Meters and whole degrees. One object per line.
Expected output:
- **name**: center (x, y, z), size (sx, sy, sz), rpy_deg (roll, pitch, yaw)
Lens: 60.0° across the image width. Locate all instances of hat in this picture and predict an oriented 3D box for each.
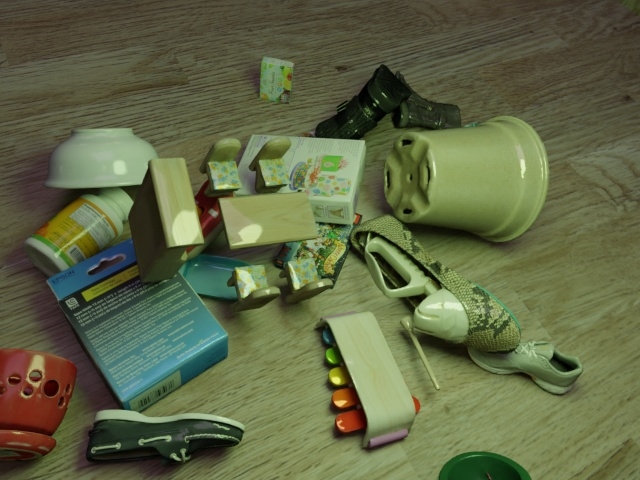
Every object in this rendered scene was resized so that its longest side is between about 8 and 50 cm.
- **hat**: center (0.346, 0.557, 1.108), size (0.172, 0.184, 0.208), rpy_deg (-18, 16, -29)

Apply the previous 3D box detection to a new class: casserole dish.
- **casserole dish**: center (-0.252, 0.094, 1.352), size (0.188, 0.037, 0.114), rpy_deg (9, 53, -1)

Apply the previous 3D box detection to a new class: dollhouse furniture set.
- **dollhouse furniture set**: center (-0.174, -0.049, 1.176), size (0.394, 0.256, 0.362), rpy_deg (-8, 74, -30)

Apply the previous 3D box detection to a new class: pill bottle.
- **pill bottle**: center (-0.565, -0.024, 1.327), size (0.136, 0.136, 0.246), rpy_deg (28, 54, 12)

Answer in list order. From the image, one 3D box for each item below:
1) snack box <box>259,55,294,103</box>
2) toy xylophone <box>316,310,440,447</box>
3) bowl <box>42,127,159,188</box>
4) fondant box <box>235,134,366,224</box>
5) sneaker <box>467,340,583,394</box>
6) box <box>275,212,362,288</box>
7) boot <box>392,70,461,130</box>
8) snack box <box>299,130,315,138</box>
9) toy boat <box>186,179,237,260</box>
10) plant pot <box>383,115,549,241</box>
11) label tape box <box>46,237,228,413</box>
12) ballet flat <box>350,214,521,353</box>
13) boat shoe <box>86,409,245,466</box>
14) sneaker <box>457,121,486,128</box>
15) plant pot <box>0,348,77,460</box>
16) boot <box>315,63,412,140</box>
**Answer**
- **snack box**: center (-0.139, -0.505, 1.753), size (0.100, 0.141, 0.037), rpy_deg (12, 53, 0)
- **toy xylophone**: center (0.126, 0.286, 1.238), size (0.236, 0.081, 0.323), rpy_deg (0, 52, -19)
- **bowl**: center (-0.533, -0.210, 1.374), size (0.297, 0.134, 0.298), rpy_deg (-1, 12, 0)
- **fondant box**: center (-0.056, -0.170, 1.499), size (0.330, 0.096, 0.238), rpy_deg (5, 50, 13)
- **sneaker**: center (0.477, 0.262, 1.289), size (0.262, 0.121, 0.099), rpy_deg (17, 53, 5)
- **box**: center (0.000, 0.000, 1.457), size (0.159, 0.044, 0.233), rpy_deg (20, 53, 7)
- **boot**: center (0.348, -0.444, 1.834), size (0.228, 0.091, 0.263), rpy_deg (4, 57, -13)
- **snack box**: center (-0.003, -0.259, 1.665), size (0.064, 0.022, 0.178), rpy_deg (-14, 57, -21)
- **toy boat**: center (-0.318, -0.073, 1.352), size (0.231, 0.151, 0.151), rpy_deg (-47, 37, -15)
- **plant pot**: center (0.342, -0.156, 1.415), size (0.305, 0.334, 0.334), rpy_deg (-2, 53, -25)
- **label tape box**: center (-0.401, 0.173, 1.223), size (0.249, 0.115, 0.347), rpy_deg (-30, 61, -28)
- **ballet flat**: center (0.235, 0.113, 1.312), size (0.182, 0.164, 0.483), rpy_deg (-15, 46, -35)
- **boat shoe**: center (-0.299, 0.393, 1.080), size (0.302, 0.114, 0.091), rpy_deg (-1, 52, 5)
- **sneaker**: center (0.459, -0.308, 1.700), size (0.275, 0.110, 0.107), rpy_deg (-24, 88, -33)
- **plant pot**: center (-0.572, 0.314, 1.044), size (0.191, 0.191, 0.174), rpy_deg (1, 60, -9)
- **boot**: center (0.125, -0.387, 1.671), size (0.131, 0.260, 0.348), rpy_deg (47, 30, -4)
